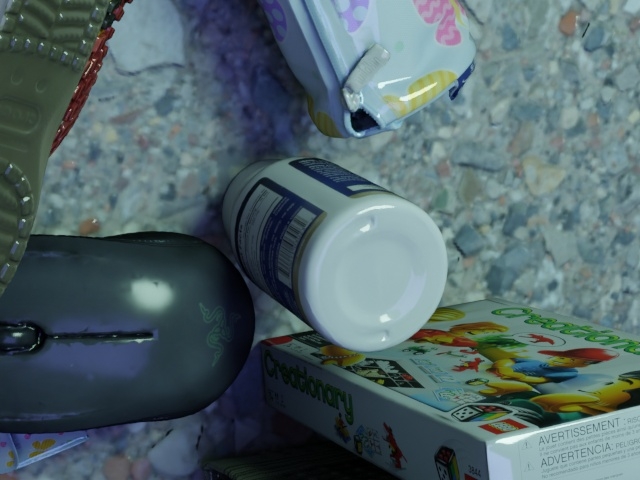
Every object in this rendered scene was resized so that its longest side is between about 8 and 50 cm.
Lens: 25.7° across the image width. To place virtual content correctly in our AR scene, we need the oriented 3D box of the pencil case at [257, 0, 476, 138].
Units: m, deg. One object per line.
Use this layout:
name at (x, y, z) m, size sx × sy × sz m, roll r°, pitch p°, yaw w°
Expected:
pencil case at (-0.010, -0.194, 0.839) m, size 0.124 × 0.113 × 0.273 m, roll -51°, pitch 123°, yaw -39°

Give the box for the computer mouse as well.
computer mouse at (-0.150, 0.064, 0.825) m, size 0.272 × 0.072 × 0.188 m, roll -7°, pitch 94°, yaw -29°

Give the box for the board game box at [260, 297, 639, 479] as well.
board game box at (0.108, 0.094, 0.870) m, size 0.193 × 0.305 × 0.053 m, roll -9°, pitch 100°, yaw -24°

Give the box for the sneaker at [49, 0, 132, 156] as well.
sneaker at (-0.171, -0.121, 0.815) m, size 0.092 × 0.088 × 0.225 m, roll 26°, pitch 98°, yaw -2°

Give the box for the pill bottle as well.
pill bottle at (0.000, 0.000, 0.869) m, size 0.094 × 0.169 × 0.094 m, roll -7°, pitch 108°, yaw -23°

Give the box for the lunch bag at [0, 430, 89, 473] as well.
lunch bag at (-0.195, 0.105, 0.874) m, size 0.083 × 0.053 × 0.071 m, roll -19°, pitch 106°, yaw -16°

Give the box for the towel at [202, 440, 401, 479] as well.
towel at (0.114, 0.163, 0.897) m, size 0.324 × 0.312 × 0.056 m, roll -5°, pitch 92°, yaw -23°

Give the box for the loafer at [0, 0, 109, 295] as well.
loafer at (-0.199, -0.053, 0.738) m, size 0.102 × 0.092 × 0.268 m, roll 26°, pitch 91°, yaw -55°
